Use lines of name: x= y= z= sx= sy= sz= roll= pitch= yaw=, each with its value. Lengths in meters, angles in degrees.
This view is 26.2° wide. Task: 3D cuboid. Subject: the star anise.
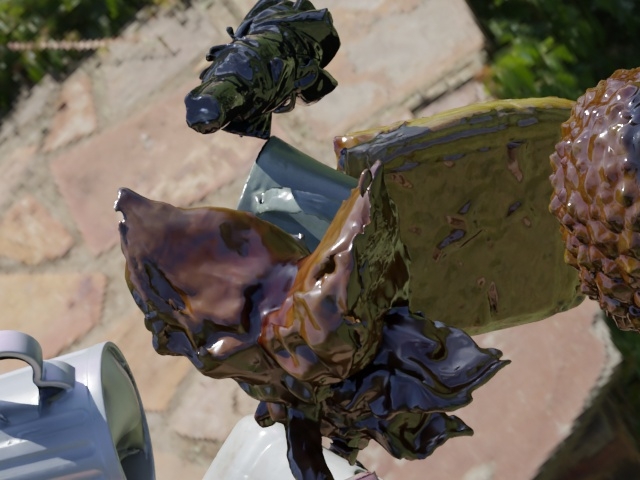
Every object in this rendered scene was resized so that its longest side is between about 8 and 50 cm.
star anise: x=0.022 y=0.088 z=0.789 sx=0.148 sy=0.346 sz=0.237 roll=-29 pitch=-15 yaw=-37

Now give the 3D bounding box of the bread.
bread: x=0.146 y=-0.033 z=1.533 sx=0.324 sy=0.277 sz=0.167 roll=-15 pitch=28 yaw=-25

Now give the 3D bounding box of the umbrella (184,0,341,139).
umbrella: x=-0.057 y=-0.151 z=1.240 sx=0.118 sy=0.118 sz=0.340 roll=-27 pitch=9 yaw=18

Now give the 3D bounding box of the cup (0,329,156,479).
cup: x=-0.281 y=0.176 z=1.308 sx=0.202 sy=0.221 sz=0.167 roll=-15 pitch=13 yaw=3

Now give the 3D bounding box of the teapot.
teapot: x=0.000 y=0.000 z=1.260 sx=0.149 sy=0.239 sz=0.162 roll=19 pitch=76 yaw=5

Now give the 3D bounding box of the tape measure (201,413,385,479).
tape measure: x=0.030 y=0.271 z=1.263 sx=0.265 sy=0.258 sz=0.130 roll=17 pitch=70 yaw=51

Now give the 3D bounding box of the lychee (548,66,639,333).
lychee: x=0.261 y=-0.039 z=0.966 sx=0.200 sy=0.200 sz=0.238 roll=7 pitch=98 yaw=43

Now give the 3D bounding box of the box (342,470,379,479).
box: x=-0.004 y=0.249 z=1.024 sx=0.156 sy=0.111 sz=0.060 roll=-25 pitch=-5 yaw=-6
